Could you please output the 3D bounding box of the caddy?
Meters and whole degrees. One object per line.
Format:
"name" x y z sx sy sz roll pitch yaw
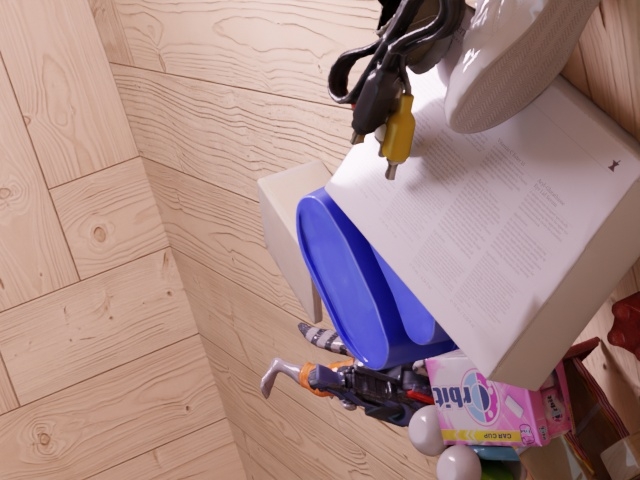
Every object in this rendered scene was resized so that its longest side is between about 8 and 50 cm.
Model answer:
"caddy" 0.122 0.019 2.124 0.241 0.179 0.341 -34 78 48

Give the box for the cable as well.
"cable" 0.088 -0.204 1.654 0.139 0.072 0.287 59 142 29

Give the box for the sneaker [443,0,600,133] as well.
"sneaker" 0.198 -0.265 1.582 0.292 0.108 0.169 -55 49 33

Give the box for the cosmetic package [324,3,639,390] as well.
"cosmetic package" 0.195 -0.060 1.685 0.284 0.097 0.377 -57 44 19

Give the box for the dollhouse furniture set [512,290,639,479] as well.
"dollhouse furniture set" 0.358 0.178 1.731 0.201 0.152 0.374 62 144 20

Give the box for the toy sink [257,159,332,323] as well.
"toy sink" 0.000 0.000 2.517 0.234 0.131 0.153 -124 21 -46

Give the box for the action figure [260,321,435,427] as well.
"action figure" 0.068 0.192 2.331 0.330 0.341 0.178 -8 67 36

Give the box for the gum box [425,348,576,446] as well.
"gum box" 0.212 0.180 1.747 0.188 0.062 0.107 -11 93 56

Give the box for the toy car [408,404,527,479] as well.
"toy car" 0.235 0.289 2.200 0.136 0.159 0.182 -56 48 24

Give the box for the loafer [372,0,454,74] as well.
"loafer" 0.112 -0.310 1.740 0.094 0.087 0.251 -39 34 42
